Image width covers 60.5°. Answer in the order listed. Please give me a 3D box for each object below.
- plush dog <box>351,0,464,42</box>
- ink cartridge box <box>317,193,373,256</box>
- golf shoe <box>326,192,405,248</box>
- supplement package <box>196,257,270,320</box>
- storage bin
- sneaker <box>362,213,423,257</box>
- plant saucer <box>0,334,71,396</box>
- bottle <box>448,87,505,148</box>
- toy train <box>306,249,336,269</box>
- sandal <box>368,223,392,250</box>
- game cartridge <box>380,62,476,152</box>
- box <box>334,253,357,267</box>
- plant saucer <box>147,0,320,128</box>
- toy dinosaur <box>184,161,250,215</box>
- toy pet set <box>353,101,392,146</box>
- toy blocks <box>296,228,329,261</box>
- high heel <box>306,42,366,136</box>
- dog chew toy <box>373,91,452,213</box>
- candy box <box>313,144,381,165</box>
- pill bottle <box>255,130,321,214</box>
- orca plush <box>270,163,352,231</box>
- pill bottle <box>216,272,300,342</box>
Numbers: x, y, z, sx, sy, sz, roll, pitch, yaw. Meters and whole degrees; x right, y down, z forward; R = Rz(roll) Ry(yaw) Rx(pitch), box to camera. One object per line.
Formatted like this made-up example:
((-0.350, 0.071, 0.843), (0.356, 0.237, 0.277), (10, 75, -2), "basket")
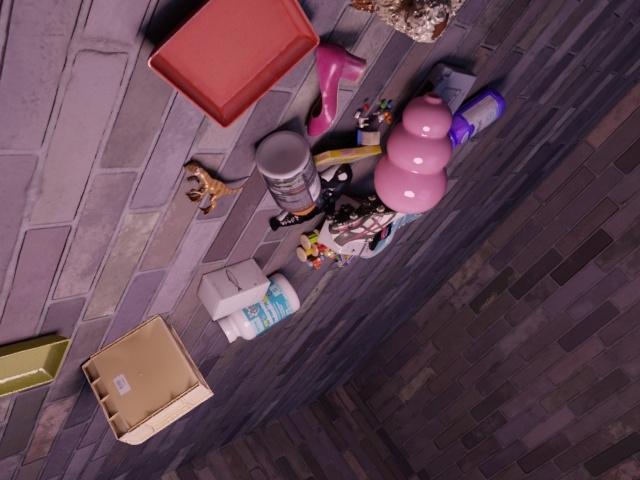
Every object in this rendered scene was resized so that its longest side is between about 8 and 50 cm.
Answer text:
((0.170, -0.520, 1.007), (0.262, 0.210, 0.225), (-55, 159, -45), "plush dog")
((0.117, -0.046, 1.795), (0.237, 0.100, 0.172), (7, 111, -59), "ink cartridge box")
((0.152, -0.064, 1.640), (0.273, 0.105, 0.120), (-16, 130, -8), "golf shoe")
((-0.260, 0.144, 1.644), (0.179, 0.105, 0.105), (-20, 151, -38), "supplement package")
((-0.494, 0.395, 1.564), (0.260, 0.262, 0.123), (-33, 156, -13), "storage bin")
((0.265, -0.067, 1.967), (0.319, 0.127, 0.208), (-55, 153, 18), "sneaker")
((-0.723, 0.299, 1.325), (0.188, 0.045, 0.188), (-11, 145, -48), "plant saucer")
((0.455, -0.370, 1.755), (0.283, 0.092, 0.118), (-35, 161, -7), "bottle")
((0.017, 0.061, 1.908), (0.166, 0.046, 0.125), (-28, -173, -28), "toy train")
((0.214, -0.043, 1.801), (0.179, 0.040, 0.067), (-57, 152, -6), "sandal")
((0.316, -0.374, 1.600), (0.198, 0.062, 0.297), (-15, 148, -51), "game cartridge")
((0.123, 0.026, 2.056), (0.169, 0.054, 0.059), (-46, 156, 20), "box")
((-0.149, -0.347, 0.970), (0.258, 0.048, 0.259), (-41, 158, 6), "plant saucer")
((-0.237, -0.114, 1.252), (0.112, 0.064, 0.211), (-45, 157, 11), "toy dinosaur")
((0.128, -0.310, 1.460), (0.122, 0.065, 0.114), (-16, 114, -47), "toy pet set")
((0.000, 0.000, 1.825), (0.148, 0.054, 0.123), (-25, 154, -30), "toy blocks")
((-0.005, -0.328, 1.217), (0.117, 0.082, 0.244), (14, 147, -23), "high heel")
((0.265, -0.239, 1.494), (0.206, 0.206, 0.332), (-20, 136, -36), "dog chew toy")
((0.060, -0.224, 1.468), (0.206, 0.027, 0.105), (-15, -176, -44), "candy box")
((-0.069, -0.150, 1.346), (0.130, 0.130, 0.246), (-36, 157, -7), "pill bottle")
((-0.011, -0.100, 1.560), (0.287, 0.102, 0.151), (-34, 157, -10), "orca plush")
((-0.211, 0.232, 1.827), (0.264, 0.146, 0.146), (-32, 156, -17), "pill bottle")
